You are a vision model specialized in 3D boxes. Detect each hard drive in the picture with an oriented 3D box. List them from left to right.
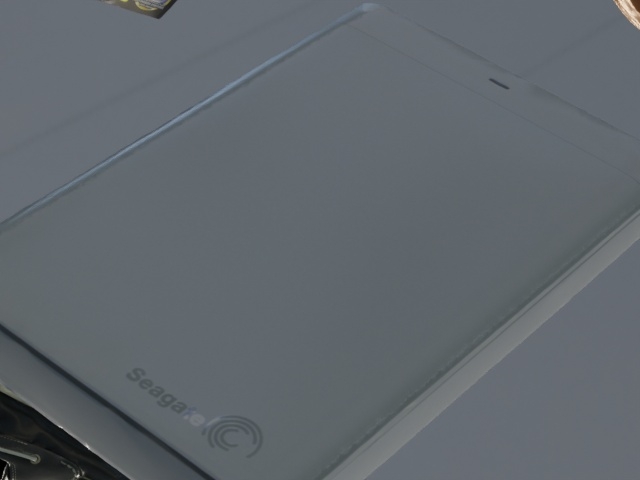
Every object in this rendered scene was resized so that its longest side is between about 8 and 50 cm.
[{"bbox_3d":[0.000,0.000,0.809,0.203,0.040,0.307,32,-133,27],"label":"hard drive"}]

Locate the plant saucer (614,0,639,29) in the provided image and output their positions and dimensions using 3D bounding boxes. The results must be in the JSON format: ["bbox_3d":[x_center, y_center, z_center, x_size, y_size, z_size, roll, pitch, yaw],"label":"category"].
[{"bbox_3d":[0.335,-0.237,1.466,0.200,0.200,0.037,24,-141,-2],"label":"plant saucer"}]

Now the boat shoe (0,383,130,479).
[{"bbox_3d":[-0.221,0.158,1.342,0.233,0.079,0.084,37,174,-32],"label":"boat shoe"}]

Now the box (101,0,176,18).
[{"bbox_3d":[-0.269,-0.368,1.805,0.216,0.060,0.270,13,-136,-46],"label":"box"}]
